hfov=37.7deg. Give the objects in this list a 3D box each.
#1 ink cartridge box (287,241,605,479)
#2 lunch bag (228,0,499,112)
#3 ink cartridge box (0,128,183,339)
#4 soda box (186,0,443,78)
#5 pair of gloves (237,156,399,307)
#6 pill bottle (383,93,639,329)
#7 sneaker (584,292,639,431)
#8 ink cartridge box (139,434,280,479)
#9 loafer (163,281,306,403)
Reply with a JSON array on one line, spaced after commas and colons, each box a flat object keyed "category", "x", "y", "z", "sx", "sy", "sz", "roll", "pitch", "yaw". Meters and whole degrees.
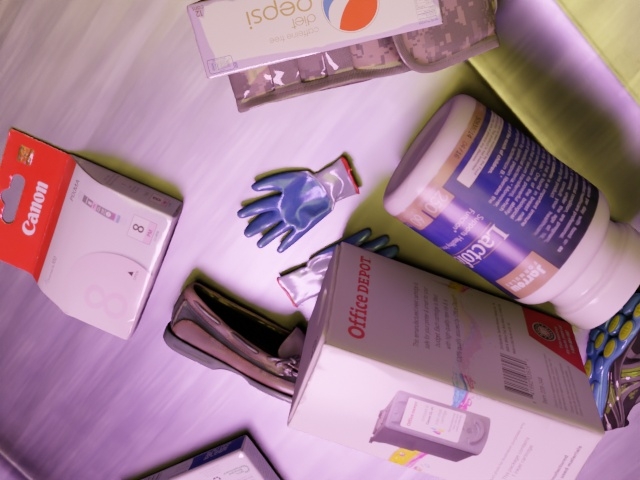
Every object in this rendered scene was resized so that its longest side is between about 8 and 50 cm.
[{"category": "ink cartridge box", "x": 0.135, "y": 0.147, "z": 1.049, "sx": 0.306, "sy": 0.226, "sz": 0.131, "roll": 19, "pitch": 117, "yaw": -3}, {"category": "lunch bag", "x": 0.030, "y": -0.277, "z": 0.933, "sx": 0.287, "sy": 0.169, "sz": 0.235, "roll": -13, "pitch": 107, "yaw": 6}, {"category": "ink cartridge box", "x": -0.308, "y": -0.005, "z": 1.160, "sx": 0.232, "sy": 0.066, "sz": 0.189, "roll": 22, "pitch": 115, "yaw": -5}, {"category": "soda box", "x": -0.003, "y": -0.205, "z": 0.834, "sx": 0.216, "sy": 0.074, "sz": 0.069, "roll": -11, "pitch": 108, "yaw": 10}, {"category": "pair of gloves", "x": 0.000, "y": 0.000, "z": 1.130, "sx": 0.159, "sy": 0.023, "sz": 0.198, "roll": -24, "pitch": 106, "yaw": 18}, {"category": "pill bottle", "x": 0.213, "y": -0.026, "z": 1.014, "sx": 0.264, "sy": 0.153, "sz": 0.153, "roll": 34, "pitch": 114, "yaw": -6}, {"category": "sneaker", "x": 0.363, "y": 0.146, "z": 1.120, "sx": 0.078, "sy": 0.067, "sz": 0.188, "roll": 3, "pitch": 113, "yaw": -16}, {"category": "ink cartridge box", "x": -0.137, "y": 0.401, "z": 1.308, "sx": 0.223, "sy": 0.045, "sz": 0.224, "roll": -26, "pitch": 108, "yaw": 18}, {"category": "loafer", "x": -0.062, "y": 0.135, "z": 1.161, "sx": 0.267, "sy": 0.096, "sz": 0.084, "roll": 21, "pitch": 108, "yaw": 2}]
